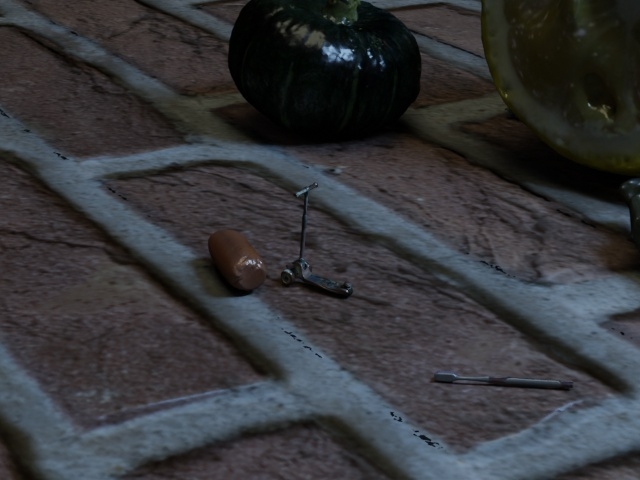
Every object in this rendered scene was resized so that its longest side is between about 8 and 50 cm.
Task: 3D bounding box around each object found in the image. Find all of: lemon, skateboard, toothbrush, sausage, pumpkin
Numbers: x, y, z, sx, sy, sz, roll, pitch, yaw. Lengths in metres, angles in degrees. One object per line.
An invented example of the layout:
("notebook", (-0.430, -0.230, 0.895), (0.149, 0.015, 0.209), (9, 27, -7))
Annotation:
("lemon", (0.356, -0.235, 1.388), (0.364, 0.364, 0.364), (0, 22, 0))
("skateboard", (0.000, 0.000, 1.134), (0.064, 0.083, 0.032), (17, 27, 33))
("toothbrush", (0.128, 0.097, 0.999), (0.097, 0.006, 0.008), (3, 19, 7))
("sausage", (-0.069, 0.015, 1.163), (0.034, 0.034, 0.083), (-7, 23, -17))
("pumpkin", (0.005, -0.195, 1.519), (0.212, 0.152, 0.211), (2, 27, -1))

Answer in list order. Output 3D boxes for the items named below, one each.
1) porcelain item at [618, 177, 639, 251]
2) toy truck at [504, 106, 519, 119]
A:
("porcelain item", (0.295, -0.005, 1.168), (0.081, 0.069, 0.215), (-16, 26, -8))
("toy truck", (0.238, -0.154, 1.589), (0.083, 0.024, 0.032), (-27, 5, -42))
